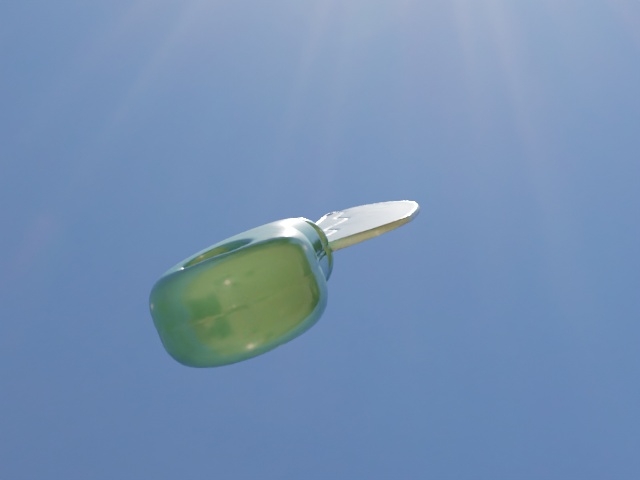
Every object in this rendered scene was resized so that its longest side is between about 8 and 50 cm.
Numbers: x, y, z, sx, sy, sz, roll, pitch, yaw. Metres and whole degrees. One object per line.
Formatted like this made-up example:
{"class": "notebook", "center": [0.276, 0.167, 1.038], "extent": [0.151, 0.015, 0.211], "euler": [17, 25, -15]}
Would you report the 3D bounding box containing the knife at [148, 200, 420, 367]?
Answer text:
{"class": "knife", "center": [0.001, 0.000, 0.697], "extent": [0.260, 0.063, 0.034], "euler": [-36, -75, -73]}
